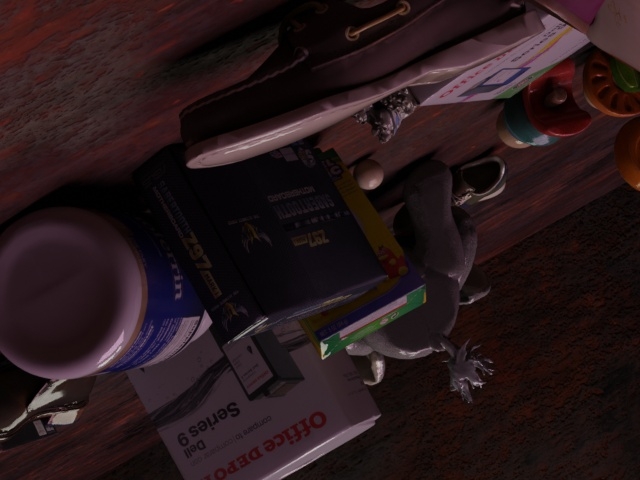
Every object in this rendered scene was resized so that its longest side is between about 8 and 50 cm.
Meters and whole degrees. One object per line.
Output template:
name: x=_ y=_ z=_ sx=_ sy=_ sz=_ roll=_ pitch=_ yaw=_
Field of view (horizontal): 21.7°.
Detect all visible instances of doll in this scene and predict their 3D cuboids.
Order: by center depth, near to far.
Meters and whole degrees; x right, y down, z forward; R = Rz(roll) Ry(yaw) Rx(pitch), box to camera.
doll: x=-0.006 y=-0.040 z=2.008 sx=0.189 sy=0.046 sz=0.129 roll=-29 pitch=172 yaw=-4

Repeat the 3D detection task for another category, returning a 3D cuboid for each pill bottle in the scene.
pill bottle: x=-0.193 y=0.047 z=1.557 sx=0.153 sy=0.153 sz=0.265 roll=-32 pitch=171 yaw=14

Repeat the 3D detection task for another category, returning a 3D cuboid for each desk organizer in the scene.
desk organizer: x=-0.442 y=0.280 z=2.394 sx=0.050 sy=0.047 sz=0.130 roll=-32 pitch=171 yaw=26

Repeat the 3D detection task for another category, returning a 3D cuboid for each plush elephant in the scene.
plush elephant: x=0.099 y=0.068 z=2.326 sx=0.272 sy=0.330 sz=0.255 roll=-36 pitch=-169 yaw=-11

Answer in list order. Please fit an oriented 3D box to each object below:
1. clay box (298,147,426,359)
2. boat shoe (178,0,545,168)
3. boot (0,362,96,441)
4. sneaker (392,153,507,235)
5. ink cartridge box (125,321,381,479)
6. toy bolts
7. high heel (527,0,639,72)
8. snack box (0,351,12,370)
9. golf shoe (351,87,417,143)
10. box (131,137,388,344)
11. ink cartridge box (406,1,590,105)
clay box: x=0.000 y=0.000 z=1.746 sx=0.127 sy=0.222 sz=0.053 roll=-29 pitch=155 yaw=-11
boat shoe: x=0.024 y=-0.151 z=1.340 sx=0.324 sy=0.096 sz=0.116 roll=-23 pitch=-179 yaw=-16
boot: x=-0.296 y=0.133 z=1.656 sx=0.106 sy=0.082 sz=0.219 roll=-58 pitch=157 yaw=19
sneaker: x=0.192 y=-0.071 z=2.437 sx=0.192 sy=0.064 sz=0.086 roll=-28 pitch=163 yaw=-13
ink cartridge box: x=-0.097 y=0.131 z=1.885 sx=0.211 sy=0.289 sz=0.121 roll=-33 pitch=171 yaw=15
toy bolts: x=0.339 y=-0.145 z=2.108 sx=0.229 sy=0.218 sz=0.158 roll=-7 pitch=170 yaw=-19
high heel: x=0.290 y=-0.233 z=1.388 sx=0.181 sy=0.127 sz=0.377 roll=-60 pitch=153 yaw=9
snack box: x=-0.359 y=0.129 z=1.778 sx=0.187 sy=0.060 sz=0.322 roll=-28 pitch=171 yaw=-9
golf shoe: x=0.080 y=-0.162 z=1.622 sx=0.086 sy=0.069 sz=0.176 roll=-47 pitch=180 yaw=-15
box: x=-0.052 y=-0.011 z=1.589 sx=0.059 sy=0.183 sz=0.233 roll=-35 pitch=169 yaw=32
ink cartridge box: x=0.168 y=-0.202 z=1.528 sx=0.154 sy=0.093 sz=0.212 roll=-34 pitch=168 yaw=27
